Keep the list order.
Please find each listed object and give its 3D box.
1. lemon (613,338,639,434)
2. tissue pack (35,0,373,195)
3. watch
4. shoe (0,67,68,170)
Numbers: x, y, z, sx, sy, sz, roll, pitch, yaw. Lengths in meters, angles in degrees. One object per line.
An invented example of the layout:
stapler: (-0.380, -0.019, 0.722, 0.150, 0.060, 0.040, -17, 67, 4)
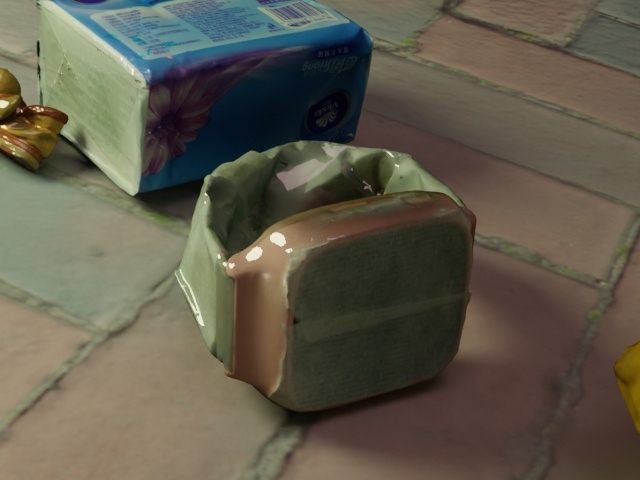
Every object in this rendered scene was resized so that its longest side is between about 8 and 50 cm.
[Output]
lemon: (0.372, 0.113, 0.783, 0.336, 0.336, 0.336, 7, 33, -5)
tissue pack: (-0.113, -0.160, 1.190, 0.263, 0.146, 0.198, -18, 41, -35)
watch: (0.000, 0.000, 0.989, 0.253, 0.162, 0.241, -10, 31, -30)
shoe: (-0.288, -0.114, 1.146, 0.109, 0.072, 0.069, 34, 78, 38)
